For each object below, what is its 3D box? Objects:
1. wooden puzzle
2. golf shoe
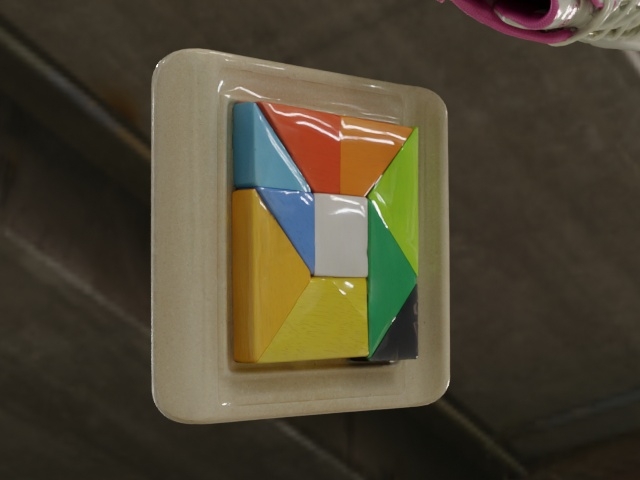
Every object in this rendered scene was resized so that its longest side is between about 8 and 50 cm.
[{"bbox_3d":[0.000,0.000,0.904,0.238,0.221,0.044,2,-4,-43],"label":"wooden puzzle"},{"bbox_3d":[0.175,-0.175,0.997,0.306,0.140,0.115,15,-47,-25],"label":"golf shoe"}]
